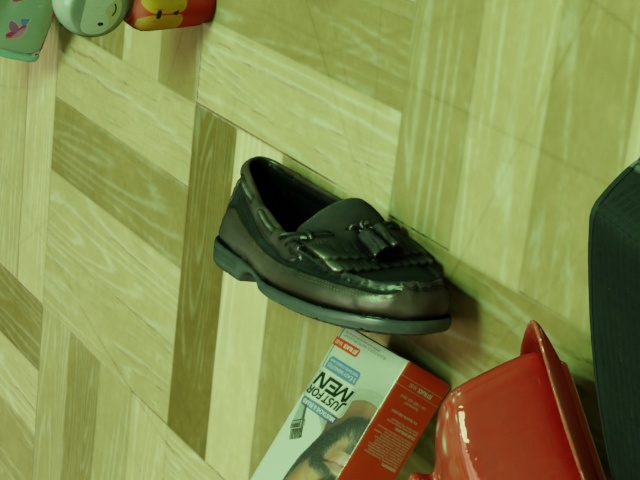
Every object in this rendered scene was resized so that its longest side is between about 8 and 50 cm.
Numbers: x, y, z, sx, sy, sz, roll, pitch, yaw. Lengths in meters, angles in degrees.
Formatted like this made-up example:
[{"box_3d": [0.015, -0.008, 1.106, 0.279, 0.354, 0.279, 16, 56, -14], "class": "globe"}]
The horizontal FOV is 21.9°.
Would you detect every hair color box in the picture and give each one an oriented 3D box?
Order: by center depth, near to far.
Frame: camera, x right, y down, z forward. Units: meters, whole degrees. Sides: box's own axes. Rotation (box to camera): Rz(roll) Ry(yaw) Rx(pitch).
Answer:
[{"box_3d": [0.015, 0.156, 1.245, 0.093, 0.053, 0.167, 26, 85, 54], "class": "hair color box"}]

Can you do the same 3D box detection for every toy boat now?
[{"box_3d": [-0.187, -0.339, 1.490, 0.267, 0.148, 0.318, -22, 75, 58], "class": "toy boat"}]

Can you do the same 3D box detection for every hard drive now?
[{"box_3d": [0.209, 0.098, 0.899, 0.172, 0.054, 0.255, -133, 27, -56], "class": "hard drive"}]

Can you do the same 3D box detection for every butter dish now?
[{"box_3d": [0.113, 0.151, 1.054, 0.160, 0.118, 0.160, 76, 179, -71], "class": "butter dish"}]

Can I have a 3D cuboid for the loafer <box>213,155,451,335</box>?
[{"box_3d": [0.000, 0.000, 1.277, 0.302, 0.109, 0.095, 21, 108, 59], "class": "loafer"}]

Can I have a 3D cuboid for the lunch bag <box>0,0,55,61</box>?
[{"box_3d": [-0.342, -0.359, 1.743, 0.223, 0.160, 0.262, 131, 138, -54], "class": "lunch bag"}]
